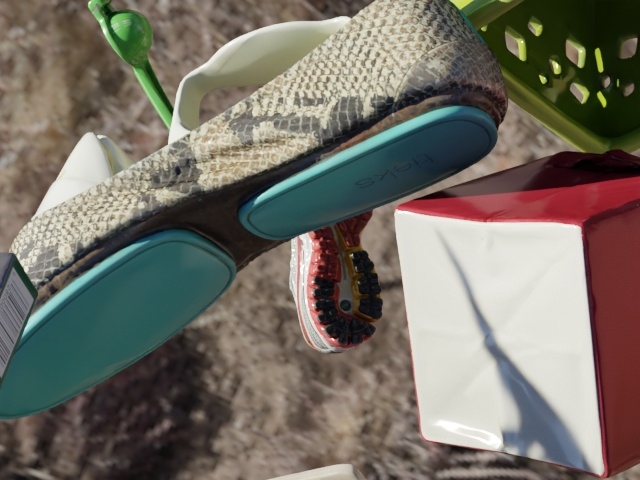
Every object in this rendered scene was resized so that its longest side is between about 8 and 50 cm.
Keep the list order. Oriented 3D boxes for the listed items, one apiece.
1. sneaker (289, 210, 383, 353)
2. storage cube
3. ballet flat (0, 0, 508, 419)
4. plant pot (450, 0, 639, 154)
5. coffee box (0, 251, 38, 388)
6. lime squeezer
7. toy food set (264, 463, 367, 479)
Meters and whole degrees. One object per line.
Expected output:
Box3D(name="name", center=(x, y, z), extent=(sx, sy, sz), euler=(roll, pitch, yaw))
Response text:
Box3D(name="sneaker", center=(0.000, 0.000, 1.688), extent=(0.093, 0.088, 0.225), euler=(135, 136, -63))
Box3D(name="storage cube", center=(0.192, 0.049, 1.320), extent=(0.183, 0.193, 0.215), euler=(7, 108, 47))
Box3D(name="ballet flat", center=(-0.088, -0.045, 1.378), extent=(0.482, 0.164, 0.182), euler=(-31, 60, 11))
Box3D(name="plant pot", center=(0.239, -0.233, 1.444), extent=(0.228, 0.227, 0.207), euler=(-31, 45, 31))
Box3D(name="coffee box", center=(-0.223, 0.084, 0.888), extent=(0.113, 0.040, 0.184), euler=(5, 55, 18))
Box3D(name="lime squeezer", center=(-0.152, -0.210, 1.591), extent=(0.059, 0.110, 0.310), euler=(-106, 15, -70))
Box3D(name="toy food set", center=(-0.076, 0.318, 1.297), extent=(0.219, 0.092, 0.306), euler=(-16, 45, 30))
